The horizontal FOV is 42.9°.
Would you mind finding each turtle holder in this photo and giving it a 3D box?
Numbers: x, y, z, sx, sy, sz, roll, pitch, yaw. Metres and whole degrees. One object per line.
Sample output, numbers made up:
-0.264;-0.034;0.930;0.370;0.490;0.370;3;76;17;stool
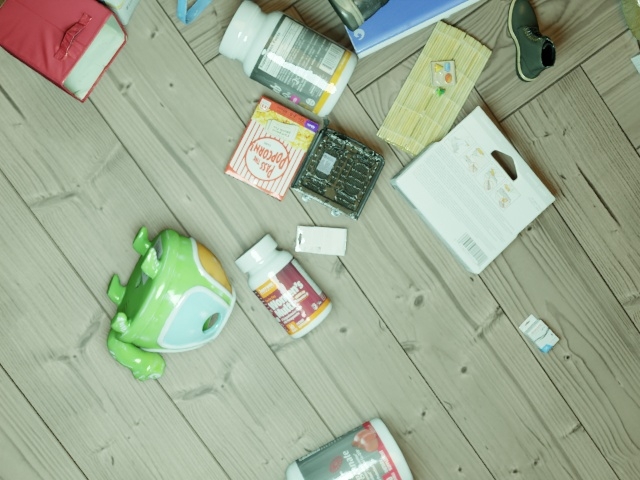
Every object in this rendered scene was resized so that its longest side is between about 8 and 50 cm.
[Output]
-0.322;0.147;1.722;0.227;0.243;0.320;25;78;-24;turtle holder

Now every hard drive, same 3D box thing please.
0.191;-0.563;1.804;0.319;0.040;0.210;-24;71;9;hard drive

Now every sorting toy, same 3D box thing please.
0.287;-0.375;1.893;0.062;0.012;0.083;-5;92;-9;sorting toy

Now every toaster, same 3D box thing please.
0.039;-0.156;1.831;0.168;0.110;0.185;26;87;-8;toaster

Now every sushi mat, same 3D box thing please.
0.268;-0.346;1.908;0.151;0.019;0.316;29;87;-8;sushi mat

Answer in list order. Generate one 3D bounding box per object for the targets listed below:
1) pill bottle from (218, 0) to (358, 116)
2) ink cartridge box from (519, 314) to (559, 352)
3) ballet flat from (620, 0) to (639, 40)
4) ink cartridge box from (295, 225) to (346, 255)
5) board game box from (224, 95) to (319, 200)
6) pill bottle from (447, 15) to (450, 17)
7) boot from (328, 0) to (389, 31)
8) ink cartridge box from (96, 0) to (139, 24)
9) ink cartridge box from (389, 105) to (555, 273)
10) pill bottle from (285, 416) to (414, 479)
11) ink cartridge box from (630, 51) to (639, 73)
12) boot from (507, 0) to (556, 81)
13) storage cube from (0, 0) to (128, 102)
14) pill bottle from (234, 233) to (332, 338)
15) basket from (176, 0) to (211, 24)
-0.071;-0.403;1.789;0.278;0.162;0.162;28;87;-6;pill bottle
0.521;0.222;1.943;0.083;0.028;0.048;45;84;-6;ink cartridge box
0.778;-0.650;1.924;0.116;0.124;0.342;-3;91;-8;ballet flat
0.000;0.000;1.869;0.115;0.029;0.062;5;90;-7;ink cartridge box
-0.111;-0.206;1.843;0.147;0.045;0.193;26;87;-7;board game box
0.339;-0.613;1.866;0.208;0.119;0.119;-41;96;-5;pill bottle
0.093;-0.675;1.764;0.284;0.138;0.377;-29;74;9;boot
-0.415;-0.589;1.641;0.119;0.353;0.207;27;87;-7;ink cartridge box
0.354;-0.116;1.889;0.261;0.066;0.296;-43;100;-5;ink cartridge box
0.032;0.541;1.803;0.319;0.176;0.176;-27;94;-7;pill bottle
0.820;-0.402;1.944;0.056;0.099;0.135;-34;94;-6;ink cartridge box
0.498;-0.478;1.880;0.077;0.137;0.197;-12;92;-8;boot
-0.545;-0.431;1.700;0.193;0.215;0.183;34;86;-1;storage cube
-0.084;0.100;1.811;0.121;0.121;0.221;-40;96;-6;pill bottle
-0.202;-0.611;1.723;0.201;0.255;0.289;44;75;1;basket
